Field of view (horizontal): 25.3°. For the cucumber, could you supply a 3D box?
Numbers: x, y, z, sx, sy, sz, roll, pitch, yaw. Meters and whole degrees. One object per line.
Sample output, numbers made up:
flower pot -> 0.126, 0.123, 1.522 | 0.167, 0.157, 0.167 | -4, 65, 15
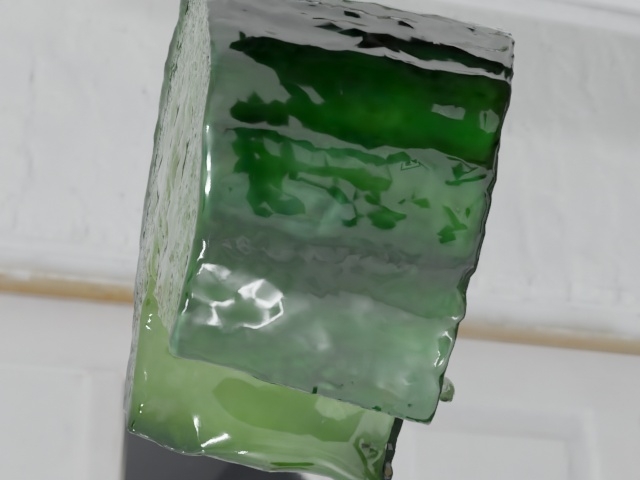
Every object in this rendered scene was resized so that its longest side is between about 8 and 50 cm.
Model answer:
cucumber -> 0.001, -0.010, 0.521 | 0.191, 0.130, 0.191 | -173, 90, -83
